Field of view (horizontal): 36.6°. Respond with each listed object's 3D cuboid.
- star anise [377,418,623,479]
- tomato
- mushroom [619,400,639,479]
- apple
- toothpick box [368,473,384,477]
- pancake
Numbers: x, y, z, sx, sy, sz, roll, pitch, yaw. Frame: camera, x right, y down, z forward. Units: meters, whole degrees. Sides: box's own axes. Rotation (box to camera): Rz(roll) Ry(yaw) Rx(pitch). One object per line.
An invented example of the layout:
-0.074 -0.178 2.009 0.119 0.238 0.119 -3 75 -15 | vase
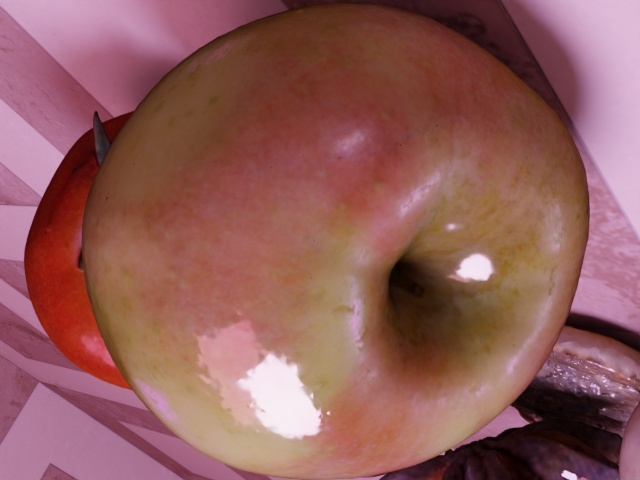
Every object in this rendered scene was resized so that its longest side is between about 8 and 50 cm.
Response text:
0.168 0.256 0.976 0.315 0.315 0.108 -27 81 62 | star anise
-0.134 0.009 0.870 0.256 0.255 0.224 30 176 -6 | tomato
0.354 0.218 0.704 0.293 0.290 0.292 13 114 30 | mushroom
0.000 0.000 0.655 0.319 0.319 0.277 42 173 -30 | apple
-0.010 0.134 1.041 0.317 0.229 0.229 13 153 28 | toothpick box
0.271 0.160 0.999 0.283 0.049 0.282 23 160 9 | pancake
